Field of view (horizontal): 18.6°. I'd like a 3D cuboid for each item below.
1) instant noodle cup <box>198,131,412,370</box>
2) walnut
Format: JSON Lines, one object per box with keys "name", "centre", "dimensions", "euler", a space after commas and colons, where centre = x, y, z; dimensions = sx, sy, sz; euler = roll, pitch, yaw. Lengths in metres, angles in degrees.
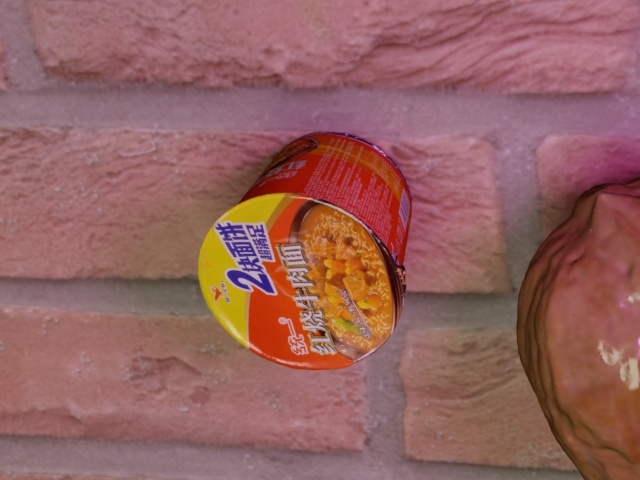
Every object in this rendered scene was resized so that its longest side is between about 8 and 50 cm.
{"name": "instant noodle cup", "centre": [0.000, 0.000, 1.996], "dimensions": [0.213, 0.174, 0.213], "euler": [8, 124, 12]}
{"name": "walnut", "centre": [0.341, 0.091, 1.893], "dimensions": [0.306, 0.306, 0.344], "euler": [-22, 115, 26]}
